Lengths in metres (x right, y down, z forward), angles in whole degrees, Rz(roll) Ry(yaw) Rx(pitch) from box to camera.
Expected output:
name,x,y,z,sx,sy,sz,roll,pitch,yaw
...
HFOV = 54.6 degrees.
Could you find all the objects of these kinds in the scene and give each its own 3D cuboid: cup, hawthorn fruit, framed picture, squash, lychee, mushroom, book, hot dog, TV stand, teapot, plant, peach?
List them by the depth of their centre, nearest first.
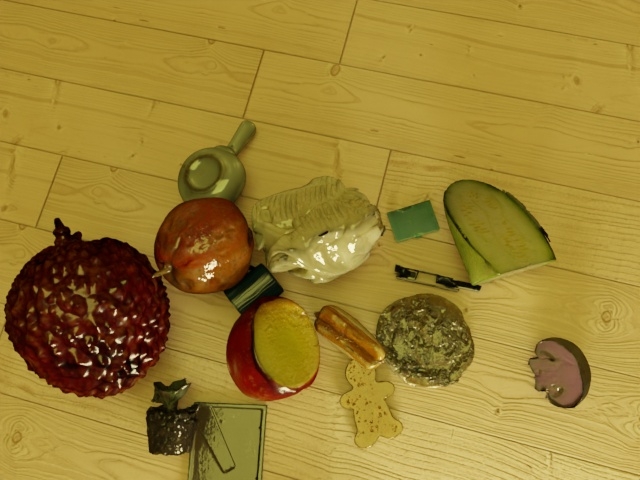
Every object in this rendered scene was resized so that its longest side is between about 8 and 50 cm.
name,x,y,z,sx,sy,sz,roll,pitch,yaw
lychee,-0.619,0.173,1.654,0.425,0.424,0.499,-22,94,0
mushroom,0.654,0.348,1.659,0.117,0.141,0.188,-8,84,-31
peach,-0.140,0.289,1.676,0.245,0.249,0.274,-14,80,24
hawthorn fruit,-0.332,0.032,1.683,0.277,0.277,0.298,42,49,13
plant,-0.408,0.483,1.704,0.143,0.131,0.203,4,88,23
squash,0.474,-0.050,1.726,0.234,0.210,0.308,-13,79,-16
framed picture,-0.261,0.602,1.727,0.213,0.016,0.289,1,76,6
hot dog,0.080,0.263,1.739,0.249,0.076,0.102,34,108,25
TV stand,0.334,0.114,1.783,0.249,0.036,0.042,13,76,8
cup,-0.200,0.134,1.788,0.138,0.113,0.150,-39,78,-7
book,0.276,-0.054,1.840,0.135,0.017,0.103,-17,73,0
teapot,-0.283,-0.216,1.862,0.318,0.149,0.220,-43,66,-3

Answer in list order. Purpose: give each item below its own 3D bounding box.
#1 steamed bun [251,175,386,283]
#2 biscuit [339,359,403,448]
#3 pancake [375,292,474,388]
name,x,y,z,sx,sy,sz,roll,pitch,yaw
steamed bun,0.000,0.000,1.740,0.394,0.237,0.346,7,45,31
biscuit,0.133,0.444,1.720,0.158,0.035,0.240,-15,76,-1
pancake,0.291,0.280,1.740,0.283,0.049,0.282,-1,76,4
